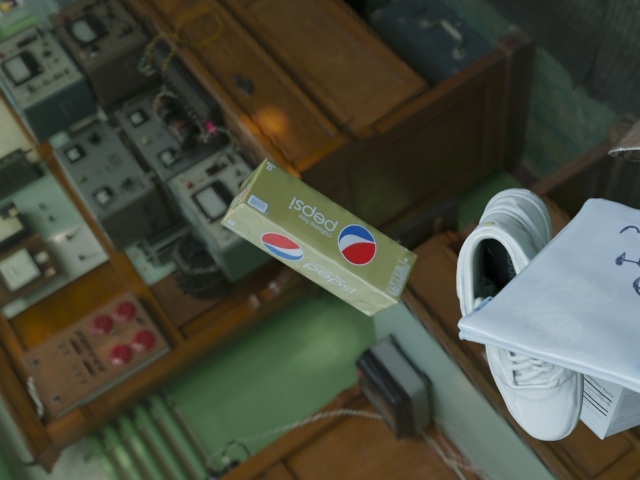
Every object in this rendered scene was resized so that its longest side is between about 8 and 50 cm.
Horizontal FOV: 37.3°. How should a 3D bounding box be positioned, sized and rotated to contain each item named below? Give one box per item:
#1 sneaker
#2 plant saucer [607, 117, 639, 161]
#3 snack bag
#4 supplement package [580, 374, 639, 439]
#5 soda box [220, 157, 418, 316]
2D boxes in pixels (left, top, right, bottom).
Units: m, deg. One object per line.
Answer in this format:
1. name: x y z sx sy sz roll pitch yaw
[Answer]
1. sneaker: 0.205 0.106 1.009 0.169 0.108 0.292 -36 -65 -61
2. plant saucer: 0.453 -0.099 0.958 0.310 0.311 0.050 -172 86 -72
3. snack bag: 0.341 0.045 0.840 0.342 0.323 0.037 16 123 33
4. supplement package: 0.434 0.128 1.302 0.149 0.194 0.203 47 140 44
5. soda box: 0.000 0.000 0.921 0.181 0.058 0.061 33 151 -12
